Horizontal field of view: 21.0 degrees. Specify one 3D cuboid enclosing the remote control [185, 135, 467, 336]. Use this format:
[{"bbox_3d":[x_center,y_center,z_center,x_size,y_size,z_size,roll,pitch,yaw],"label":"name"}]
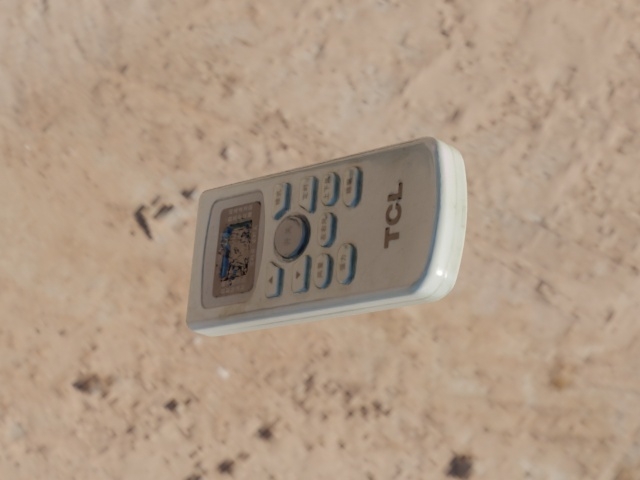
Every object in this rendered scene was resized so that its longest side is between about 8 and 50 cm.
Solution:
[{"bbox_3d":[0.000,0.000,0.930,0.029,0.190,0.088,21,68,-43],"label":"remote control"}]
